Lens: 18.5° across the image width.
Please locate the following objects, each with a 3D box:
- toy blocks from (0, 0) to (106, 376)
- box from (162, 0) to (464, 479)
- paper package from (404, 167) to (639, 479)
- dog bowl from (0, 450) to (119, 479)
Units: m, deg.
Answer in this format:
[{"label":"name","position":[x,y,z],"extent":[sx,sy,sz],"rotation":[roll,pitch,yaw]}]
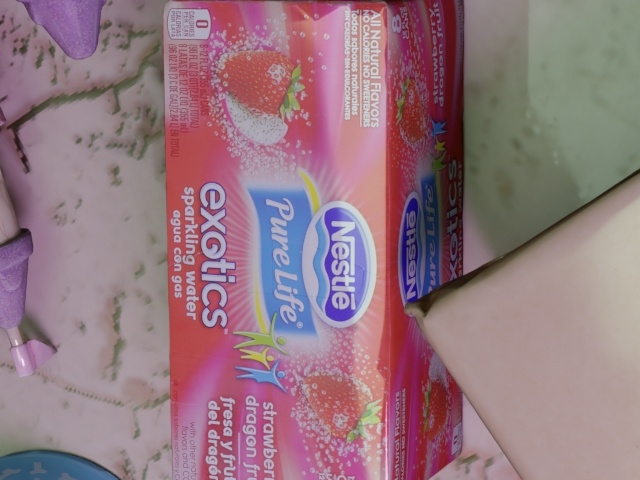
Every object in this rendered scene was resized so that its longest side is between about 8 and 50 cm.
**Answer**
[{"label":"toy blocks","position":[-0.238,-0.017,0.992],"extent":[0.309,0.288,0.260],"rotation":[-9,102,32]},{"label":"box","position":[0.000,0.000,1.006],"extent":[0.122,0.128,0.257],"rotation":[3,100,21]},{"label":"paper package","position":[0.264,0.073,0.896],"extent":[0.309,0.168,0.325],"rotation":[-36,84,23]},{"label":"dog bowl","position":[-0.156,0.275,1.143],"extent":[0.166,0.074,0.297],"rotation":[-13,94,23]}]
